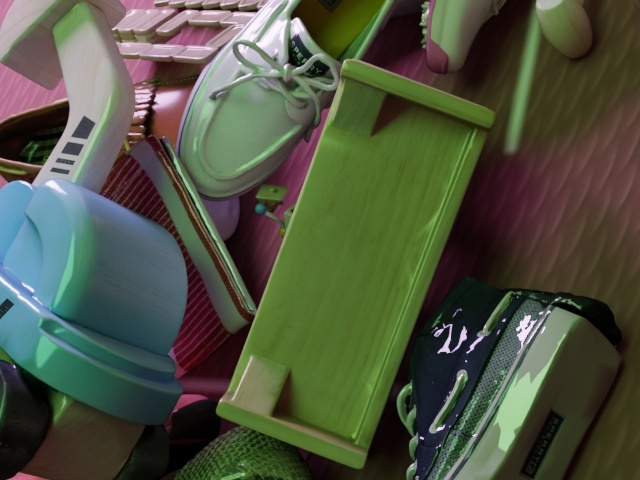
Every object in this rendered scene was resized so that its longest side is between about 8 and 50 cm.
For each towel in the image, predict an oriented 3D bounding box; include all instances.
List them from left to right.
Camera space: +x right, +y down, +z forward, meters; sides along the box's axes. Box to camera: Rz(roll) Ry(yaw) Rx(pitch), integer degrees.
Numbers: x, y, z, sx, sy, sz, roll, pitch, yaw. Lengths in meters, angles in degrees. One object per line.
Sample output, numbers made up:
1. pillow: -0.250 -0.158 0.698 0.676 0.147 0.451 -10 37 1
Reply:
1. towel: -0.230 0.064 1.432 0.329 0.037 0.237 -37 74 33

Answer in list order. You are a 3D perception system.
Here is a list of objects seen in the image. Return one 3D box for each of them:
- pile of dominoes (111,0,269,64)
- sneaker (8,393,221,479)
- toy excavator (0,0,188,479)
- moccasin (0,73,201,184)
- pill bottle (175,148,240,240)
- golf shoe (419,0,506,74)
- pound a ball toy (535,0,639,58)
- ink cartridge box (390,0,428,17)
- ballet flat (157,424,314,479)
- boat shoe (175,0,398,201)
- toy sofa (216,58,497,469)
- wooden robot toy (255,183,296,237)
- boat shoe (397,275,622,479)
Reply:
1. pile of dominoes: -0.162 -0.261 1.615 0.251 0.040 0.196 11 41 41
2. sneaker: -0.249 0.223 1.393 0.314 0.116 0.136 -33 65 21
3. toy excavator: -0.252 -0.018 1.298 0.433 0.222 0.445 32 91 42
4. moccasin: -0.267 -0.139 1.594 0.380 0.147 0.139 -3 66 37
5. pill bottle: -0.208 -0.025 1.507 0.208 0.119 0.119 -21 56 29
6. golf shoe: 0.194 -0.308 1.334 0.140 0.115 0.306 17 82 9
7. pound a ball toy: 0.328 -0.343 1.236 0.208 0.136 0.319 7 71 40
8. ink cartridge box: 0.067 -0.359 1.470 0.224 0.045 0.223 -9 76 21
9. ballet flat: -0.200 0.357 1.300 0.483 0.164 0.182 -41 26 7
10. boat shoe: -0.019 -0.187 1.346 0.367 0.136 0.156 -48 11 3
11. toy sofa: 0.035 0.019 1.234 0.150 0.177 0.362 20 92 2
12. wooden robot toy: 0.000 0.000 1.378 0.173 0.079 0.076 24 39 31
13. boat shoe: 0.123 0.189 1.144 0.158 0.127 0.340 20 73 49
